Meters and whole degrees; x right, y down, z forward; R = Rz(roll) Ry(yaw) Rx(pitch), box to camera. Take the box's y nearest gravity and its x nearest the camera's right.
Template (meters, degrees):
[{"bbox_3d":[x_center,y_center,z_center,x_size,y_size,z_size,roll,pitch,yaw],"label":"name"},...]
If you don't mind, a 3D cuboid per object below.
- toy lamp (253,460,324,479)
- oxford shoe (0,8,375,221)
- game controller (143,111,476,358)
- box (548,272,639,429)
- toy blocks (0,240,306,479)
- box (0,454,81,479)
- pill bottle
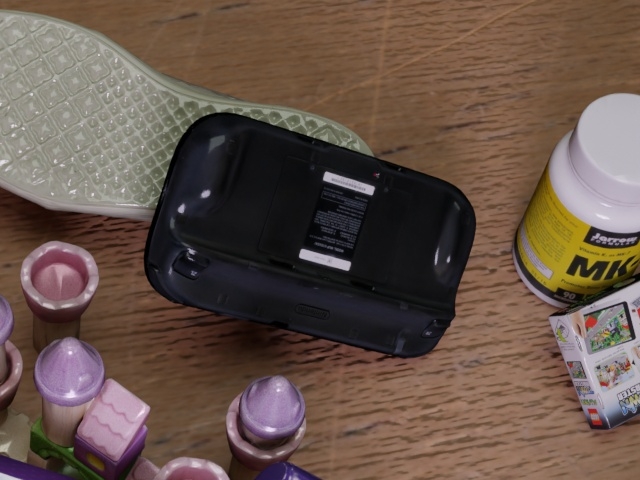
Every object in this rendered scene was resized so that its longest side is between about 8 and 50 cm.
[{"bbox_3d":[0.047,0.276,1.379,0.275,0.080,0.080,46,57,-19],"label":"toy lamp"},{"bbox_3d":[-0.168,-0.089,1.612,0.449,0.130,0.169,16,83,-6],"label":"oxford shoe"},{"bbox_3d":[0.000,0.000,1.528,0.319,0.067,0.166,16,85,-34],"label":"game controller"},{"bbox_3d":[0.319,0.082,1.620,0.207,0.036,0.114,-22,95,-22],"label":"box"},{"bbox_3d":[-0.194,0.162,1.379,0.288,0.260,0.309,34,59,11],"label":"toy blocks"},{"bbox_3d":[-0.167,0.284,1.276,0.293,0.057,0.201,20,93,-8],"label":"box"},{"bbox_3d":[0.254,-0.034,1.608,0.119,0.208,0.119,4,58,-7],"label":"pill bottle"}]
